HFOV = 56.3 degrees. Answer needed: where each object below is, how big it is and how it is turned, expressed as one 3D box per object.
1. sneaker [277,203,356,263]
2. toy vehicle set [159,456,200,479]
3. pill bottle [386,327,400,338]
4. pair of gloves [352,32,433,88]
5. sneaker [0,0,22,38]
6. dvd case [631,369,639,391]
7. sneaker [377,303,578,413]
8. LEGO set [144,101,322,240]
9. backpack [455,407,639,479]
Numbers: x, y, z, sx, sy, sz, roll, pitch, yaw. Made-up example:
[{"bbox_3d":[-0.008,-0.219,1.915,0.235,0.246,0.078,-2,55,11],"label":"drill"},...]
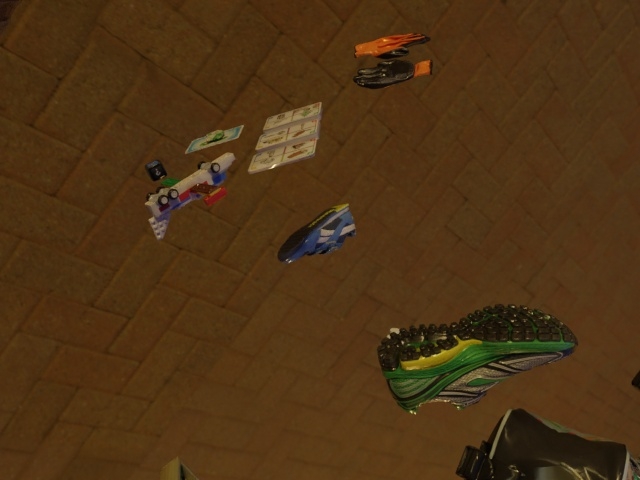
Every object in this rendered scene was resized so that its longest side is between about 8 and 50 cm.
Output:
[{"bbox_3d":[0.000,0.000,0.891,0.144,0.053,0.059,-35,109,-28],"label":"sneaker"},{"bbox_3d":[-0.172,0.455,0.866,0.035,0.267,0.166,-35,110,-1],"label":"toy vehicle set"},{"bbox_3d":[0.183,0.263,1.496,0.043,0.043,0.083,-4,110,-36],"label":"pill bottle"},{"bbox_3d":[0.068,-0.170,0.562,0.074,0.083,0.010,-8,136,13],"label":"pair of gloves"},{"bbox_3d":[-0.168,-0.158,0.303,0.066,0.188,0.071,27,120,-15],"label":"sneaker"},{"bbox_3d":[0.492,0.116,0.667,0.253,0.180,0.022,-52,175,-5],"label":"dvd case"},{"bbox_3d":[0.280,0.211,1.061,0.344,0.134,0.146,-12,110,5],"label":"sneaker"},{"bbox_3d":[-0.112,-0.089,0.734,0.244,0.182,0.060,-14,118,10],"label":"LEGO set"},{"bbox_3d":[0.207,0.275,0.497,0.225,0.191,0.253,-65,150,-15],"label":"backpack"}]
